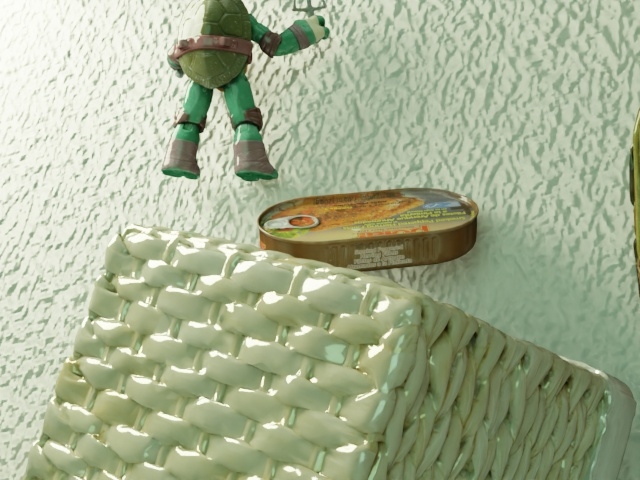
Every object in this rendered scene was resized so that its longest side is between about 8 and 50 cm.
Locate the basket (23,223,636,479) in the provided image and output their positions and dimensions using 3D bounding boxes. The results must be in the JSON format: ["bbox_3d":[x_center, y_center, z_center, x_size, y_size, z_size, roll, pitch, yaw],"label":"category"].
[{"bbox_3d":[-0.012,0.188,0.753,0.331,0.266,0.328,13,81,44],"label":"basket"}]

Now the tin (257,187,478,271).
[{"bbox_3d":[0.041,-0.009,0.911,0.190,0.106,0.040,-5,109,-7],"label":"tin"}]

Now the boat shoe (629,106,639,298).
[{"bbox_3d":[0.283,0.035,0.797,0.111,0.104,0.307,-21,67,33],"label":"boat shoe"}]

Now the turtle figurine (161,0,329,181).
[{"bbox_3d":[-0.093,-0.178,1.040,0.175,0.118,0.234,1,83,31],"label":"turtle figurine"}]
